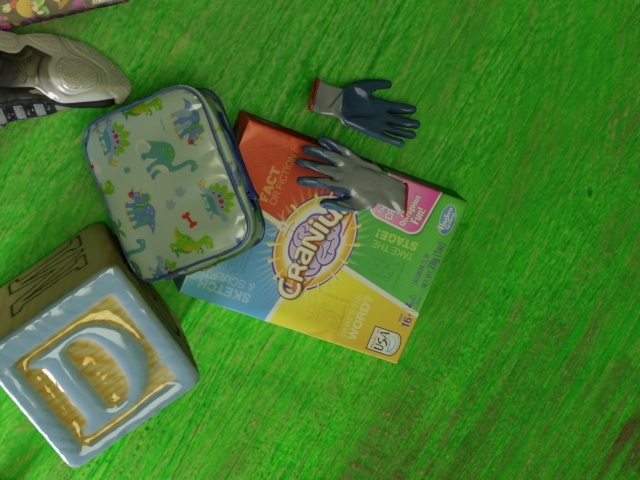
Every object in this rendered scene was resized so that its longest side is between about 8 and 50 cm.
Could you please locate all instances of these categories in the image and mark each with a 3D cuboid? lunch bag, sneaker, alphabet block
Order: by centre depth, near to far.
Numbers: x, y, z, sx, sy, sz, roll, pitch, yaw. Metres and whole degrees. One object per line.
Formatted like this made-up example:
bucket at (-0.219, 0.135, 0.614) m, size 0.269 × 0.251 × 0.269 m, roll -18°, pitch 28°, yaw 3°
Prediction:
sneaker at (-0.366, -0.163, 1.596) m, size 0.269 × 0.101 × 0.153 m, roll 3°, pitch 132°, yaw -35°
lunch bag at (-0.171, -0.068, 1.629) m, size 0.176 × 0.090 × 0.219 m, roll -22°, pitch 88°, yaw 13°
alphabet block at (-0.284, 0.122, 1.646) m, size 0.193 × 0.197 × 0.192 m, roll -33°, pitch 112°, yaw -2°

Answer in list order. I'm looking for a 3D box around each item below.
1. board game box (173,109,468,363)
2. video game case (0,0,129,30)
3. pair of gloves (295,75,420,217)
board game box at (0.000, 0.000, 1.750) m, size 0.317 × 0.064 × 0.242 m, roll 19°, pitch 101°, yaw -19°
video game case at (-0.350, -0.366, 1.563) m, size 0.210 × 0.042 × 0.232 m, roll -14°, pitch 110°, yaw -8°
pair of gloves at (0.049, -0.121, 1.693) m, size 0.159 × 0.023 × 0.198 m, roll 17°, pitch 66°, yaw -22°
